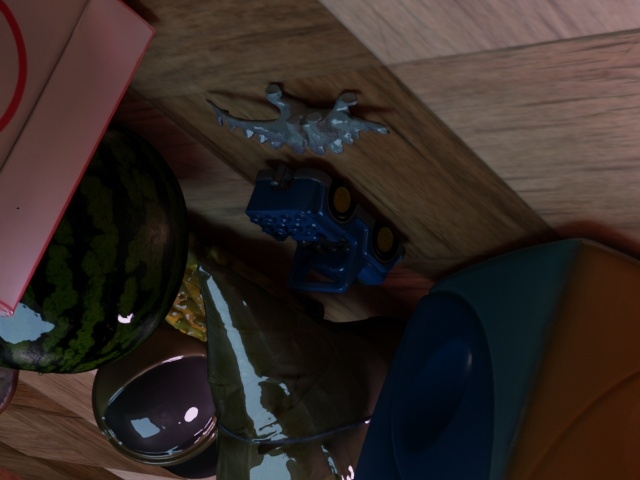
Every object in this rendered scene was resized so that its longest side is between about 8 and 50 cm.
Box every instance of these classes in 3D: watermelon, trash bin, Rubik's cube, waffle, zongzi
[{"bbox_3d":[-0.286,0.006,1.502,0.285,0.285,0.285,18,158,8],"label":"watermelon"},{"bbox_3d":[-0.228,0.253,2.151,0.214,0.214,0.334,16,161,15],"label":"trash bin"},{"bbox_3d":[0.263,0.232,1.453,0.347,0.352,0.351,28,155,-17],"label":"Rubik's cube"},{"bbox_3d":[-0.150,0.068,1.796,0.302,0.068,0.325,35,156,-15],"label":"waffle"},{"bbox_3d":[0.008,0.122,1.616,0.174,0.356,0.393,12,123,36],"label":"zongzi"}]

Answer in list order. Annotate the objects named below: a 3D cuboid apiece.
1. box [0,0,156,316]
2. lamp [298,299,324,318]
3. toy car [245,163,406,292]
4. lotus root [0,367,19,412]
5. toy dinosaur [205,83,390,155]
[{"bbox_3d":[-0.396,-0.136,1.251,0.314,0.312,0.300,-1,149,46],"label":"box"},{"bbox_3d":[0.007,0.117,1.852,0.054,0.041,0.121,-1,147,27],"label":"lamp"},{"bbox_3d":[0.000,0.000,1.488,0.097,0.100,0.191,1,151,42],"label":"toy car"},{"bbox_3d":[-0.631,0.216,2.423,0.272,0.272,0.192,18,168,8],"label":"lotus root"},{"bbox_3d":[-0.024,-0.111,1.331,0.209,0.039,0.082,10,158,28],"label":"toy dinosaur"}]
